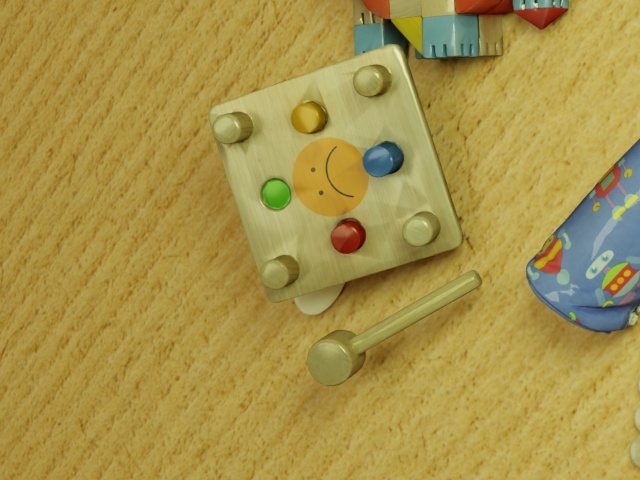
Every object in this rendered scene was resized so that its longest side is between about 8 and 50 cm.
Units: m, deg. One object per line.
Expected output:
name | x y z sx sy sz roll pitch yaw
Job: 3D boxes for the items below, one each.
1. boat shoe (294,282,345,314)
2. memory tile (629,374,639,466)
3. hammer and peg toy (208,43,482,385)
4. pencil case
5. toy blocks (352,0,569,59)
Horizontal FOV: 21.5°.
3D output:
boat shoe | 0.000 0.000 2.131 0.063 0.066 0.184 -144 60 -66
memory tile | 0.389 0.177 1.808 0.113 0.012 0.148 5 85 40
hammer and peg toy | 0.040 -0.028 2.011 0.266 0.127 0.361 -18 92 17
pencil case | 0.356 -0.029 1.799 0.133 0.119 0.306 37 112 -6
toy blocks | 0.148 -0.327 2.006 0.381 0.190 0.261 0 95 40
